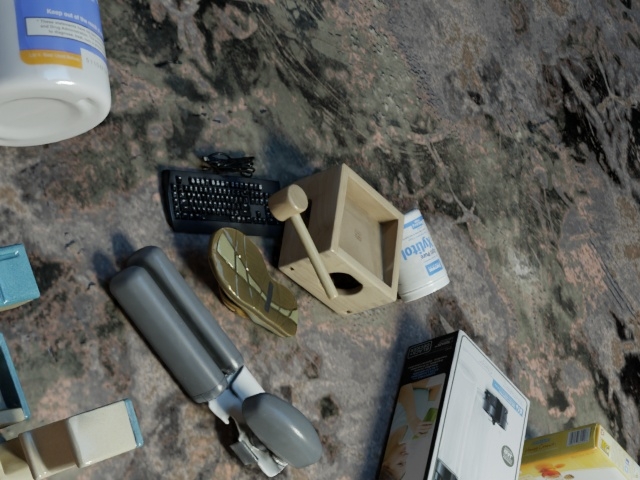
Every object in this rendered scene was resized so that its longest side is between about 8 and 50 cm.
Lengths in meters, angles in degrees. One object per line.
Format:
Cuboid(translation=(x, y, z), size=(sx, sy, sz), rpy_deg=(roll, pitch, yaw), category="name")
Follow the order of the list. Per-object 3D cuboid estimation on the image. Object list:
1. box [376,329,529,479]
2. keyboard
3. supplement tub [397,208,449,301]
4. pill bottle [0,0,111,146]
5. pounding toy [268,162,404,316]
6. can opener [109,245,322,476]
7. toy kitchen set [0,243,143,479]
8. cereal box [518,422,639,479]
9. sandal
Cuboid(translation=(0.163, 0.276, 1.596), size=(0.169, 0.087, 0.290), rpy_deg=(47, 41, -26), category="box")
Cuboid(translation=(-0.102, -0.057, 1.474), size=(0.192, 0.038, 0.100), rpy_deg=(2, 70, -53), category="keyboard")
Cuboid(translation=(0.116, 0.019, 1.685), size=(0.071, 0.071, 0.107), rpy_deg=(-29, 95, -54), category="supplement tub")
Cuboid(translation=(-0.290, -0.240, 1.231), size=(0.152, 0.152, 0.272), rpy_deg=(10, 64, -49), category="pill bottle")
Cuboid(translation=(-0.005, 0.005, 1.513), size=(0.206, 0.094, 0.181), rpy_deg=(38, 46, -37), category="pounding toy")
Cuboid(translation=(-0.097, 0.124, 1.335), size=(0.283, 0.095, 0.076), rpy_deg=(55, 37, -18), category="can opener")
Cuboid(translation=(-0.240, 0.095, 1.106), size=(0.122, 0.166, 0.207), rpy_deg=(-15, 85, -54), category="toy kitchen set")
Cuboid(translation=(0.360, 0.345, 1.741), size=(0.240, 0.173, 0.047), rpy_deg=(45, 41, -27), category="cereal box")
Cuboid(translation=(-0.082, 0.054, 1.439), size=(0.180, 0.049, 0.072), rpy_deg=(50, 43, -47), category="sandal")
